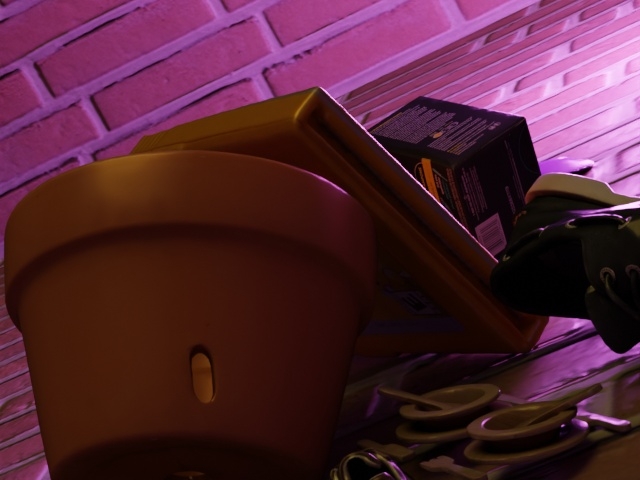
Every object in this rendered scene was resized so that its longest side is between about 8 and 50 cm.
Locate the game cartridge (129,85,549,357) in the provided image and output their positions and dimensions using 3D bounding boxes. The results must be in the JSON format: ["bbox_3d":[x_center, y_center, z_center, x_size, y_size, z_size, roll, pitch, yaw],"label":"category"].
[{"bbox_3d":[0.000,0.000,1.488,0.323,0.285,0.053,-10,41,58],"label":"game cartridge"}]

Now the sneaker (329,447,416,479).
[{"bbox_3d":[0.038,0.168,1.192,0.066,0.071,0.188,-31,13,-11],"label":"sneaker"}]

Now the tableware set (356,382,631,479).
[{"bbox_3d":[0.115,0.120,1.219,0.128,0.039,0.194,-16,7,-22],"label":"tableware set"}]

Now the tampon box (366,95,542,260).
[{"bbox_3d":[0.129,-0.060,1.733,0.101,0.120,0.161,-34,29,-26],"label":"tampon box"}]

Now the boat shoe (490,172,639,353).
[{"bbox_3d":[0.226,0.028,1.246,0.113,0.127,0.340,-49,28,-12],"label":"boat shoe"}]

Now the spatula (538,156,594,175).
[{"bbox_3d":[0.160,-0.023,1.816,0.296,0.030,0.084,-33,20,-21],"label":"spatula"}]

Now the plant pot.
[{"bbox_3d":[-0.097,0.091,1.319,0.291,0.291,0.203,-21,56,31],"label":"plant pot"}]
